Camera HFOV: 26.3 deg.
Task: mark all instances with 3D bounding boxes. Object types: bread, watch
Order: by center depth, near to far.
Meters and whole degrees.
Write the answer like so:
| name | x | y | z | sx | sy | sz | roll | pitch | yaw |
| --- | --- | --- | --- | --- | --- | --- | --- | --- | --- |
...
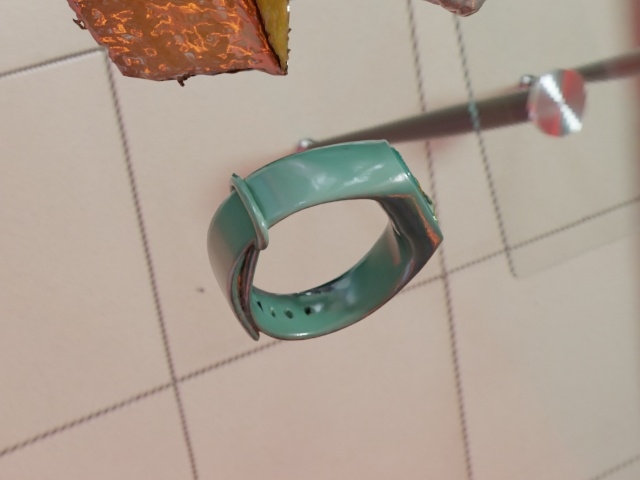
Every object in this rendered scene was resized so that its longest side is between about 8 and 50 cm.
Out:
| name | x | y | z | sx | sy | sz | roll | pitch | yaw |
| --- | --- | --- | --- | --- | --- | --- | --- | --- | --- |
| watch | 0.000 | 0.000 | 1.141 | 0.195 | 0.068 | 0.237 | -29 | 152 | 4 |
| bread | -0.173 | -0.273 | 1.314 | 0.315 | 0.248 | 0.279 | -24 | 113 | -58 |

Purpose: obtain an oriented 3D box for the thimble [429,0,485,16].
| name | x | y | z | sx | sy | sz | roll | pitch | yaw |
| --- | --- | --- | --- | --- | --- | --- | --- | --- | --- |
| thimble | 0.060 | -0.283 | 1.103 | 0.211 | 0.185 | 0.149 | 18 | 104 | -27 |
